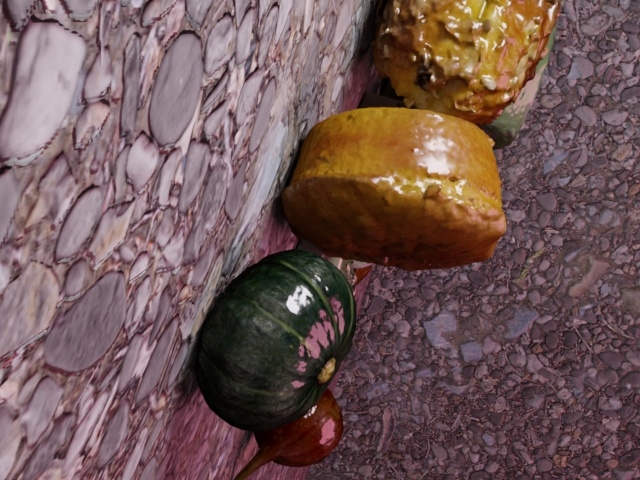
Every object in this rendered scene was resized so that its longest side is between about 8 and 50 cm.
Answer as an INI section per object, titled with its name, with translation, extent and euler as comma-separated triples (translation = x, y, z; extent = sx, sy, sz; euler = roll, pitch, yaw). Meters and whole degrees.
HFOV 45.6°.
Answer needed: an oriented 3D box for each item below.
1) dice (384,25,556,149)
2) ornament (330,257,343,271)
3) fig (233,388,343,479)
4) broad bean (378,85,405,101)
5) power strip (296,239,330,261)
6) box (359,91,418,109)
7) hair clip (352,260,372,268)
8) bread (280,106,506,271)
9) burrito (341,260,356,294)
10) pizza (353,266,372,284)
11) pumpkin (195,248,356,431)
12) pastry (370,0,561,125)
[dice]
translation = 0.338, -0.404, 1.745
extent = 0.318, 0.330, 0.322
euler = 46, 64, -80
[ornament]
translation = 0.034, 0.003, 1.508
extent = 0.075, 0.081, 0.156
euler = 47, -59, 59
[fig]
translation = -0.059, 0.354, 1.395
extent = 0.207, 0.175, 0.175
euler = -34, 146, -46
[broad bean]
translation = 0.225, -0.274, 1.515
extent = 0.077, 0.339, 0.061
euler = -48, 131, -21
[power strip]
translation = 0.000, 0.000, 1.310
extent = 0.093, 0.053, 0.288
euler = 97, 14, -56
[box]
translation = 0.166, -0.197, 1.479
extent = 0.141, 0.201, 0.058
euler = 101, 6, -50
[hair clip]
translation = 0.153, -0.059, 1.891
extent = 0.282, 0.172, 0.113
euler = -49, -170, 9
[bread]
translation = 0.095, -0.059, 1.013
extent = 0.312, 0.312, 0.172
euler = 82, 15, -73
[burrito]
translation = 0.013, 0.151, 1.599
extent = 0.348, 0.107, 0.175
euler = -58, 149, -69
[pizza]
translation = 0.091, 0.074, 2.135
extent = 0.147, 0.069, 0.226
euler = -49, 165, -8
[pumpkin]
translation = -0.049, 0.111, 0.859
extent = 0.211, 0.152, 0.211
euler = -50, 166, -18
[pastry]
translation = 0.237, -0.366, 1.239
extent = 0.337, 0.292, 0.405
euler = -62, 174, 16
